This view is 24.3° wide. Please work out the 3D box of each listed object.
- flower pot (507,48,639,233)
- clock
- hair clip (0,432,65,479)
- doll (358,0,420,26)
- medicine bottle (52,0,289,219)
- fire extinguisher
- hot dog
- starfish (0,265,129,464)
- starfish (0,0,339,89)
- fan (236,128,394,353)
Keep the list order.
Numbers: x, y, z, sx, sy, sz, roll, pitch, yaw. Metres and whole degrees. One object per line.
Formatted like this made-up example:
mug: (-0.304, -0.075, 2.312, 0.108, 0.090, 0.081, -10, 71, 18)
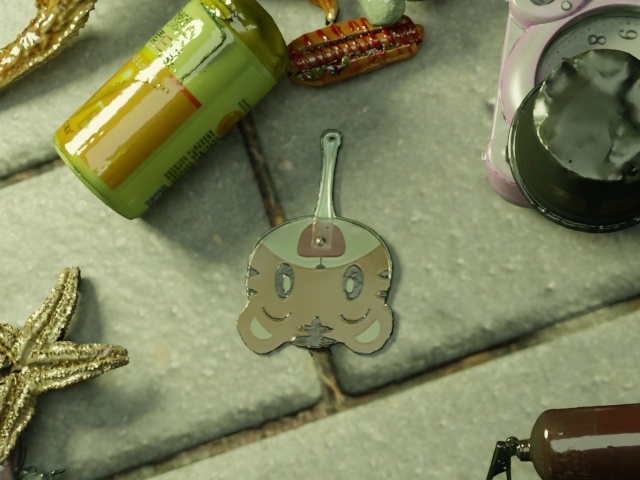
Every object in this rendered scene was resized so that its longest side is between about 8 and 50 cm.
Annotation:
flower pot: (0.240, -0.092, 1.276, 0.157, 0.107, 0.157, -1, 78, 6)
clock: (0.285, -0.132, 1.382, 0.248, 0.090, 0.227, 7, 75, 10)
hair clip: (-0.320, 0.261, 1.389, 0.187, 0.056, 0.146, -25, 71, 11)
doll: (0.105, -0.295, 1.470, 0.103, 0.071, 0.214, 32, 74, 29)
medicine bottle: (-0.138, -0.138, 1.427, 0.239, 0.124, 0.124, -45, 71, 1)
fire extinguisher: (0.273, 0.186, 1.298, 0.268, 0.072, 0.089, -5, 106, 8)
hot dog: (0.033, -0.190, 1.468, 0.144, 0.038, 0.062, -14, 71, 5)
starfish: (-0.297, 0.127, 1.417, 0.227, 0.043, 0.240, 5, 58, 24)
starfish: (-0.174, -0.345, 1.515, 0.384, 0.132, 0.398, -1, 76, 5)
fan: (0.000, 0.000, 1.431, 0.152, 0.008, 0.226, 1, 74, 11)
